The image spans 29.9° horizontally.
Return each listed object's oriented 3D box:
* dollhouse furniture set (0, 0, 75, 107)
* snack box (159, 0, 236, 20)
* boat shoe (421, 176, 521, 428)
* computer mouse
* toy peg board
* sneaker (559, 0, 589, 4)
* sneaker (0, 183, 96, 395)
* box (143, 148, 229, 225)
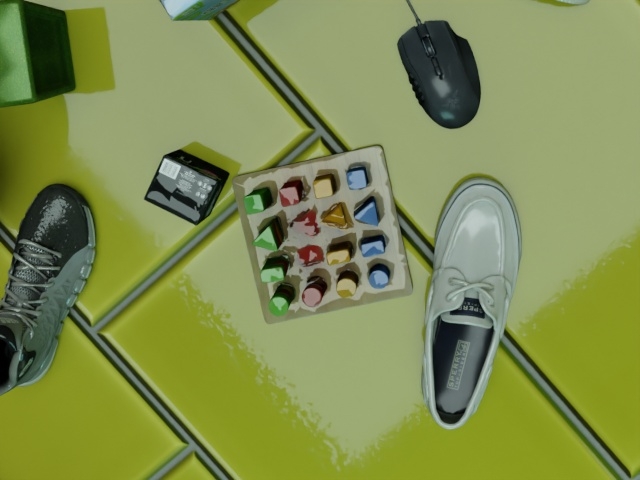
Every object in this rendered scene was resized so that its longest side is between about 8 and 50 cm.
[{"bbox_3d":[-0.372,-0.277,1.171,0.198,0.151,0.301,-6,99,6],"label":"dollhouse furniture set"},{"bbox_3d":[-0.067,-0.277,1.117,0.174,0.207,0.070,-32,95,8],"label":"snack box"},{"bbox_3d":[0.154,0.067,1.217,0.095,0.084,0.258,4,100,4],"label":"boat shoe"},{"bbox_3d":[0.097,-0.225,1.196,0.071,0.041,0.242,-24,96,9],"label":"computer mouse"},{"bbox_3d":[0.000,0.000,1.223,0.161,0.079,0.161,-12,99,7],"label":"toy peg board"},{"bbox_3d":[0.204,-0.291,1.167,0.152,0.058,0.084,24,109,7],"label":"sneaker"},{"bbox_3d":[-0.298,0.059,1.231,0.086,0.132,0.228,16,101,2],"label":"sneaker"},{"bbox_3d":[-0.135,-0.056,1.222,0.062,0.083,0.052,27,99,1],"label":"box"}]
